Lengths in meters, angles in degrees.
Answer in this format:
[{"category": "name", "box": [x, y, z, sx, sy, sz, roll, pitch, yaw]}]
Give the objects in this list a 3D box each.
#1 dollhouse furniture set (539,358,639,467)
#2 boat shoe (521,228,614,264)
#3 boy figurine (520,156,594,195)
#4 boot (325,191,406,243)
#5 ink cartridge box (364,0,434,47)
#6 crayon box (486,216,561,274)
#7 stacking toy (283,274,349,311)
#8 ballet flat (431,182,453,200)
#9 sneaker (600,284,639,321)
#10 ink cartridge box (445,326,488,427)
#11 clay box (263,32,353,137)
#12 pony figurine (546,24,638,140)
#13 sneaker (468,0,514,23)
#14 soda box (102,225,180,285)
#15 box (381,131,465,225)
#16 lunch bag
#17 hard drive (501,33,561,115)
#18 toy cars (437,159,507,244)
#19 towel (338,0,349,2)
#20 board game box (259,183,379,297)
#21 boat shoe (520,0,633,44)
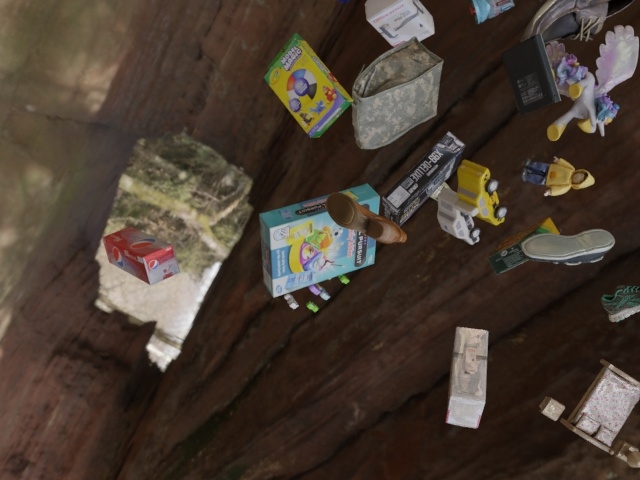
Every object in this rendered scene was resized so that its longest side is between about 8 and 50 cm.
[{"category": "dollhouse furniture set", "box": [0.784, 0.399, 1.470, 0.303, 0.356, 0.174, -59, -170, 4]}, {"category": "boat shoe", "box": [0.793, 0.036, 1.952, 0.091, 0.303, 0.114, 90, -4, -50]}, {"category": "boy figurine", "box": [0.997, -0.264, 2.542, 0.092, 0.285, 0.177, 35, 76, -56]}, {"category": "boot", "box": [0.116, -0.048, 1.508, 0.073, 0.197, 0.152, -59, 151, 12]}, {"category": "ink cartridge box", "box": [0.283, -0.791, 2.144, 0.159, 0.218, 0.092, -21, -123, 33]}, {"category": "crayon box", "box": [0.779, 0.012, 2.296, 0.202, 0.081, 0.319, -33, 175, 35]}, {"category": "stacking toy", "box": [-0.003, 0.167, 1.985, 0.167, 0.052, 0.221, -40, 152, 10]}, {"category": "ballet flat", "box": [0.472, -0.183, 2.336, 0.086, 0.248, 0.086, -55, -165, 22]}, {"category": "sneaker", "box": [0.770, 0.139, 1.496, 0.065, 0.076, 0.166, -29, 169, -48]}, {"category": "ink cartridge box", "box": [0.514, 0.477, 2.114, 0.207, 0.117, 0.283, 83, 18, -48]}, {"category": "clay box", "box": [-0.039, -0.367, 1.418, 0.127, 0.222, 0.053, -43, 169, 29]}, {"category": "pony figurine", "box": [0.855, -0.502, 1.970, 0.303, 0.350, 0.364, -1, -168, 46]}, {"category": "sneaker", "box": [0.449, -0.635, 1.543, 0.125, 0.104, 0.261, -10, -141, 23]}, {"category": "soda box", "box": [-0.479, 0.036, 1.602, 0.092, 0.083, 0.263, -27, -152, -35]}, {"category": "box", "box": [0.332, -0.190, 1.995, 0.307, 0.076, 0.242, -45, 167, -6]}, {"category": "lunch bag", "box": [0.206, -0.429, 1.817, 0.287, 0.169, 0.235, -33, 152, -13]}, {"category": "hard drive", "box": [0.414, -0.325, 1.192, 0.022, 0.135, 0.094, -20, -177, -26]}, {"category": "toy cars", "box": [0.376, -0.076, 1.588, 0.087, 0.176, 0.393, -41, 171, -11]}, {"category": "towel", "box": [0.040, -1.027, 2.137, 0.076, 0.308, 0.227, -19, 174, 6]}, {"category": "board game box", "box": [0.000, 0.000, 1.723, 0.079, 0.336, 0.253, 52, -29, 43]}, {"category": "boat shoe", "box": [0.680, -0.593, 1.561, 0.355, 0.130, 0.132, -35, 163, -10]}]
